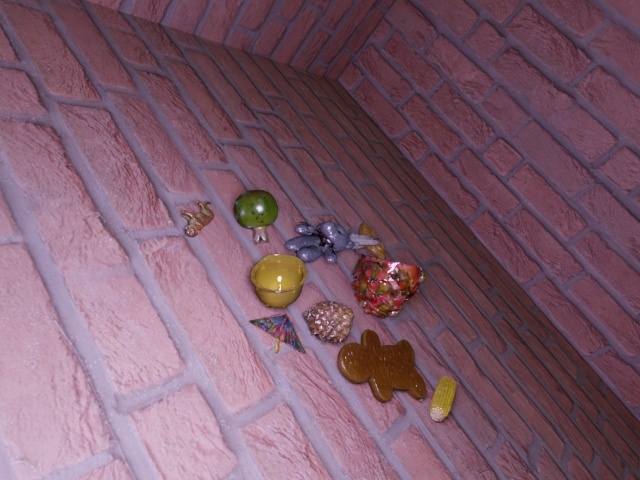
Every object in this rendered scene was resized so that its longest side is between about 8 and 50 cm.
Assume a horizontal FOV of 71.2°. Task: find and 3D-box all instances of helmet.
[{"bbox_3d":[-0.153,0.170,1.640,0.205,0.140,0.257,6,25,2],"label":"helmet"}]

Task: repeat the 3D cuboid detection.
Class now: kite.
[{"bbox_3d":[-0.149,0.321,1.577,0.241,0.014,0.183,31,35,-17],"label":"kite"}]

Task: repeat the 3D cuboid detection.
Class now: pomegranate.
[{"bbox_3d":[-0.258,-0.097,1.839,0.187,0.187,0.225,-8,84,-52],"label":"pomegranate"}]

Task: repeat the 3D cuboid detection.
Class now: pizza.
[{"bbox_3d":[0.269,0.009,2.384,0.127,0.058,0.246,-8,57,-49],"label":"pizza"}]

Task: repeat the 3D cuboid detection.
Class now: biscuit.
[{"bbox_3d":[0.225,0.488,1.737,0.432,0.064,0.282,13,50,-36],"label":"biscuit"}]

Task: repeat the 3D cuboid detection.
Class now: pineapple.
[{"bbox_3d":[0.025,0.300,1.672,0.193,0.166,0.166,14,30,9],"label":"pineapple"}]

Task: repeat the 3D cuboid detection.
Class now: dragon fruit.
[{"bbox_3d":[0.288,0.216,1.990,0.296,0.262,0.314,14,-2,-15],"label":"dragon fruit"}]

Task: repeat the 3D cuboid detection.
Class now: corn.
[{"bbox_3d":[0.506,0.647,1.837,0.081,0.081,0.248,46,31,6],"label":"corn"}]

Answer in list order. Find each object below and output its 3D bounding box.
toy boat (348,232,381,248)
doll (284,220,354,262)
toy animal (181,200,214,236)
[{"bbox_3d":[0.223,0.003,2.287,0.210,0.066,0.084,1,71,-27],"label":"toy boat"},{"bbox_3d":[0.005,-0.006,2.012,0.246,0.158,0.341,44,32,27],"label":"doll"},{"bbox_3d":[-0.464,-0.088,1.697,0.099,0.057,0.241,46,29,-7],"label":"toy animal"}]
